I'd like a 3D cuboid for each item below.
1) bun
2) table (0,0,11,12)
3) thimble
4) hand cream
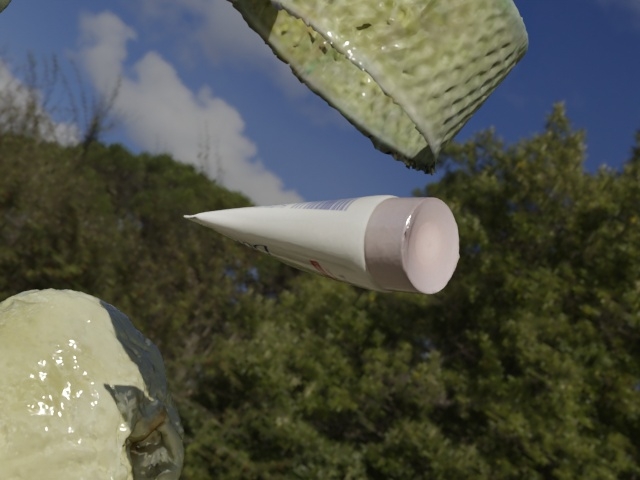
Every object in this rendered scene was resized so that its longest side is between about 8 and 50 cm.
[{"bbox_3d":[-0.302,0.236,1.263,0.227,0.353,0.349,-3,-6,25],"label":"bun"},{"bbox_3d":[-0.420,-0.331,1.074,0.126,0.126,0.220,31,-9,15],"label":"table"},{"bbox_3d":[0.055,-0.205,0.979,0.271,0.150,0.271,41,-2,2],"label":"thimble"},{"bbox_3d":[0.000,0.000,0.922,0.247,0.083,0.133,1,-19,44],"label":"hand cream"}]
